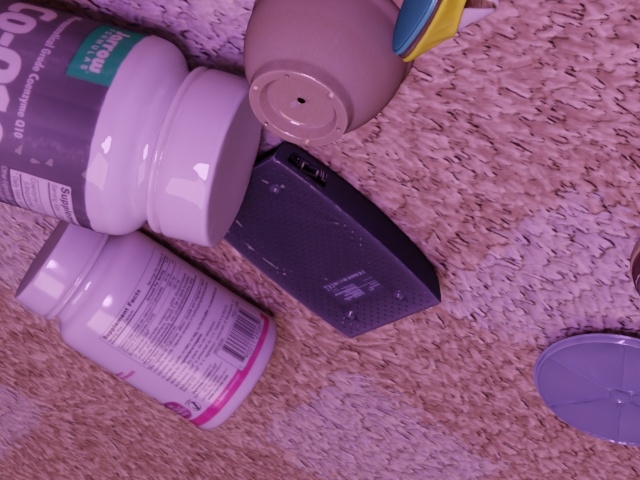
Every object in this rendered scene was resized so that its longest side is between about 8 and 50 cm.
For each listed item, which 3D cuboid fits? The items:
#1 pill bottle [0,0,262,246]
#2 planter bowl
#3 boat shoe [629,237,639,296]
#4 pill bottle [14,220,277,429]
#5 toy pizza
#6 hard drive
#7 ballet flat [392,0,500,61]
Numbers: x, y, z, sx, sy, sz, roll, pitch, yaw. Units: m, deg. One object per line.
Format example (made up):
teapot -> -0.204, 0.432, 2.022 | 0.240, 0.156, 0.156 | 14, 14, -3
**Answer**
pill bottle -> -0.252, -0.123, 1.446 | 0.361, 0.204, 0.204 | 16, 143, 9
planter bowl -> -0.004, -0.157, 1.351 | 0.162, 0.109, 0.162 | 14, 143, 11
boat shoe -> 0.423, 0.017, 1.327 | 0.342, 0.123, 0.123 | -19, 126, 42
pill bottle -> -0.207, 0.088, 1.722 | 0.283, 0.160, 0.160 | 34, 142, -14
toy pizza -> 0.340, 0.163, 1.632 | 0.201, 0.032, 0.201 | 14, 141, 12
hard drive -> 0.000, 0.000, 1.590 | 0.255, 0.054, 0.172 | 40, 140, -22
ballet flat -> 0.124, -0.230, 1.228 | 0.077, 0.077, 0.231 | 9, 142, -9
